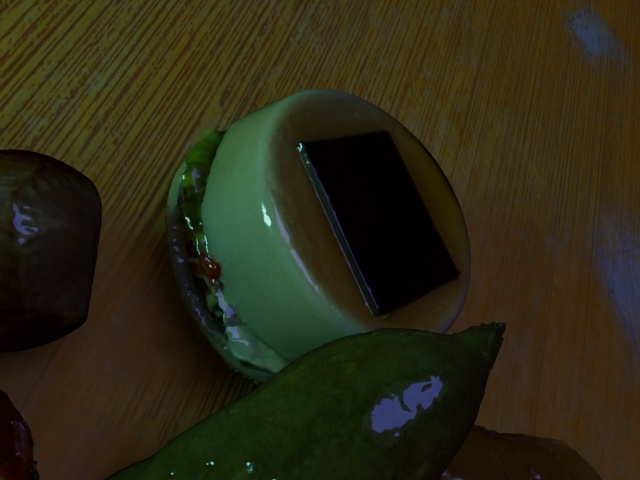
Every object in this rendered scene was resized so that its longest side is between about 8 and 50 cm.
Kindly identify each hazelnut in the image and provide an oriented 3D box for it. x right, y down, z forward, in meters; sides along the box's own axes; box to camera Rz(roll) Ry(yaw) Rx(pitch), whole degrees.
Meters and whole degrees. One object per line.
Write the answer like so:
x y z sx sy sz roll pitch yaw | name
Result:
-0.234 0.006 0.572 0.143 0.143 0.154 11 76 -33 | hazelnut

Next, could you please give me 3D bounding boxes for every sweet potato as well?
-0.016 0.168 0.564 0.157 0.370 0.158 53 6 -8 | sweet potato

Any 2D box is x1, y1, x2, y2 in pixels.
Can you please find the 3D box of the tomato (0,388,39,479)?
-0.262 0.156 0.493 0.139 0.091 0.159 42 20 -24 | tomato

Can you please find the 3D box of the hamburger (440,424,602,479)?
0.140 0.288 0.680 0.319 0.158 0.318 20 53 -29 | hamburger

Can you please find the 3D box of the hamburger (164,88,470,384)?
0.000 0.000 0.726 0.302 0.170 0.301 21 55 -33 | hamburger
